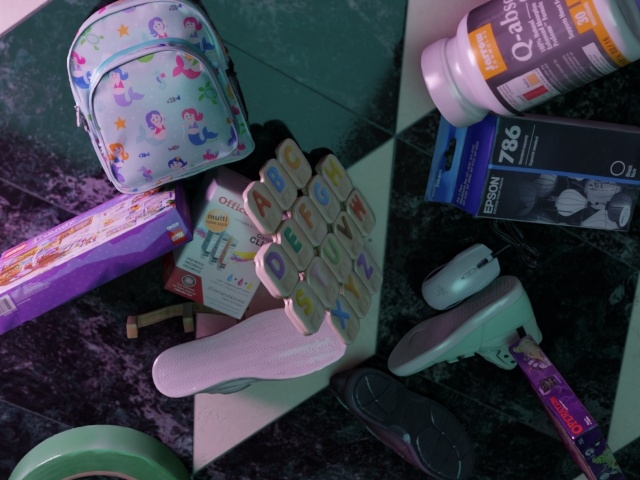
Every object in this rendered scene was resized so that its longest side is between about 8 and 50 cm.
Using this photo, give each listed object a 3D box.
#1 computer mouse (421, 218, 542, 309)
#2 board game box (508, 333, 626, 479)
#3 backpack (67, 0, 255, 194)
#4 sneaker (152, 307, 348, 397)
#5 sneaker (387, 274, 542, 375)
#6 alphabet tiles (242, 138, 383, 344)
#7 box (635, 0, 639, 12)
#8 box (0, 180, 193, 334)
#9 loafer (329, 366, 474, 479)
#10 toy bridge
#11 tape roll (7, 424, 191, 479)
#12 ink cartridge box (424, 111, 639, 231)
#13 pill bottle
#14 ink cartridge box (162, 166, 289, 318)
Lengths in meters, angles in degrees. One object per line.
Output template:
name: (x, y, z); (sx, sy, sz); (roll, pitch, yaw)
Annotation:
computer mouse: (0.250, 0.046, 1.516); (0.193, 0.042, 0.106); (-36, 89, 5)
board game box: (0.420, 0.322, 1.523); (0.056, 0.208, 0.347); (-30, 129, 7)
backpack: (-0.223, -0.204, 1.287); (0.225, 0.191, 0.254); (-18, 107, -2)
sneaker: (-0.095, 0.171, 1.453); (0.292, 0.169, 0.108); (-12, 82, 6)
sneaker: (0.246, 0.184, 1.553); (0.255, 0.094, 0.151); (-31, 115, 4)
alphabet tiles: (0.000, 0.000, 1.361); (0.021, 0.284, 0.278); (-19, 116, 36)
box: (0.503, -0.441, 1.351); (0.243, 0.117, 0.213); (-44, 111, 8)
box: (-0.321, 0.010, 1.333); (0.293, 0.201, 0.057); (-26, 112, 1)
loafer: (0.139, 0.305, 1.596); (0.302, 0.095, 0.109); (41, 69, -25)
toy bridge: (-0.204, 0.117, 1.467); (0.188, 0.063, 0.026); (-7, 111, -6)
tape roll: (-0.365, 0.462, 1.562); (0.321, 0.077, 0.321); (-3, 111, -9)
ink cartridge box: (0.340, -0.112, 1.476); (0.332, 0.065, 0.165); (5, 110, -10)
pill bottle: (0.290, -0.269, 1.308); (0.278, 0.162, 0.162); (-23, 116, 31)
ink cartridge box: (-0.139, -0.003, 1.399); (0.128, 0.127, 0.176); (24, 103, -17)
